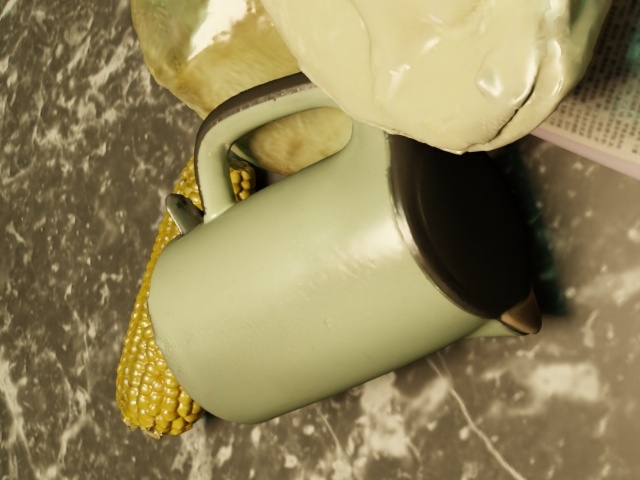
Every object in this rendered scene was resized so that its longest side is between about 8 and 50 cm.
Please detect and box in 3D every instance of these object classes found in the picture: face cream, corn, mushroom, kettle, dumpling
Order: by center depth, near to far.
[{"bbox_3d":[0.047,-0.238,0.619,0.316,0.233,0.394,-17,84,55],"label":"dumpling"},{"bbox_3d":[0.168,-0.119,0.678,0.274,0.096,0.154,21,103,28],"label":"face cream"},{"bbox_3d":[0.000,0.000,0.762,0.255,0.165,0.240,-26,98,41],"label":"kettle"},{"bbox_3d":[-0.042,-0.179,0.818,0.190,0.164,0.266,-21,76,43],"label":"mushroom"},{"bbox_3d":[-0.118,0.051,0.946,0.091,0.091,0.260,35,113,62],"label":"corn"}]
